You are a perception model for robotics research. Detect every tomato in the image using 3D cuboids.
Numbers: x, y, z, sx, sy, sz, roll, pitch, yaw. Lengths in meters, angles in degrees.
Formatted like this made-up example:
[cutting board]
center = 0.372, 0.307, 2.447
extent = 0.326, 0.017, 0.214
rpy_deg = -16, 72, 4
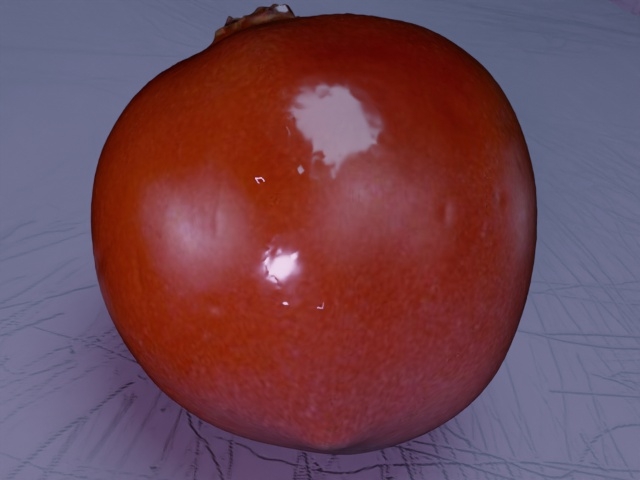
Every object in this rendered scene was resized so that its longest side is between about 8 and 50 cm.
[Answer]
[tomato]
center = 0.000, 0.000, 0.670
extent = 0.321, 0.322, 0.322
rpy_deg = 12, 32, -8
